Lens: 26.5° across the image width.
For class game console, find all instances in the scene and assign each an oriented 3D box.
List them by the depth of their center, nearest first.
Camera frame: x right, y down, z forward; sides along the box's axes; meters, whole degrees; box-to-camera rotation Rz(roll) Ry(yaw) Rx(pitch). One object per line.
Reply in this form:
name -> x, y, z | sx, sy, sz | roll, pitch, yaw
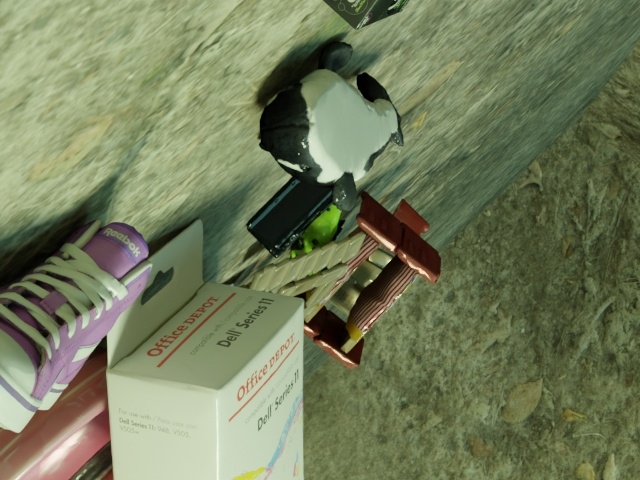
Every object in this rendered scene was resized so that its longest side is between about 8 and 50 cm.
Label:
game console -> -0.036, -0.048, 1.598 | 0.122, 0.071, 0.107 | -45, -159, -2

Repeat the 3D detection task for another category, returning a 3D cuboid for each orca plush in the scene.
orca plush -> -0.009, -0.115, 1.283 | 0.287, 0.102, 0.151 | -51, 136, -62

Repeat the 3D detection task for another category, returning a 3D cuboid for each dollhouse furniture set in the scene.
dollhouse furniture set -> 0.066, 0.021, 2.097 | 0.201, 0.152, 0.374 | -49, -172, 17

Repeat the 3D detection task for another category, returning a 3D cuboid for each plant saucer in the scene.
plant saucer -> -0.295, 0.219, 1.366 | 0.332, 0.084, 0.332 | -44, 171, -8

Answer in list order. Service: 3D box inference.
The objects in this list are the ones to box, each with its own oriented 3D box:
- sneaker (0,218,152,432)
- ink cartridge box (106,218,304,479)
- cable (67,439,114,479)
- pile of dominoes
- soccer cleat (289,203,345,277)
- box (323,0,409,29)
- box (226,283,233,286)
sneaker -> -0.199, 0.044, 0.989 | 0.161, 0.102, 0.282 | -49, -178, -2
ink cartridge box -> -0.104, 0.179, 1.321 | 0.207, 0.119, 0.354 | -46, 141, -58
cable -> -0.252, 0.283, 1.344 | 0.287, 0.072, 0.139 | -38, 164, -39
pile of dominoes -> -0.055, 0.059, 1.776 | 0.251, 0.040, 0.196 | -21, 155, -50
soccer cleat -> 0.000, 0.000, 1.840 | 0.072, 0.060, 0.179 | -46, 170, -21
box -> 0.044, -0.211, 1.070 | 0.062, 0.052, 0.083 | -53, 168, 34
box -> -0.148, 0.108, 1.577 | 0.109, 0.042, 0.178 | -20, 165, -13
